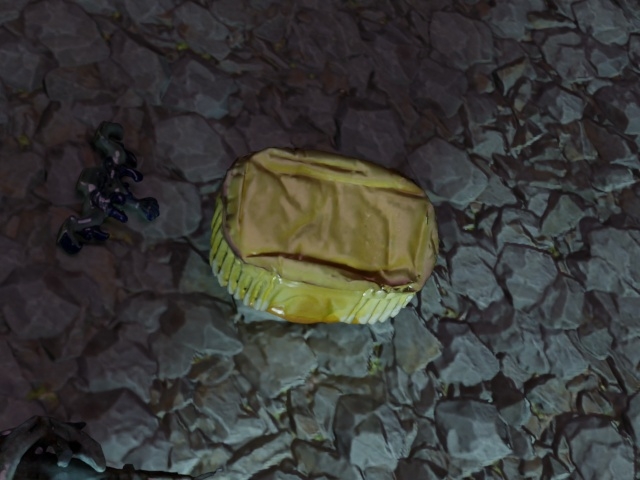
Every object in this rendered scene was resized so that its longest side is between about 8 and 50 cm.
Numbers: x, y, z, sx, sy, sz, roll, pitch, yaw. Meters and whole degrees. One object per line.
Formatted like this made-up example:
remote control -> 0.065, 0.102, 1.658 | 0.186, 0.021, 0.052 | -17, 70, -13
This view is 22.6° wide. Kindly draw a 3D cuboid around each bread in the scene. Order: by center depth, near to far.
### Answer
bread -> 0.000, 0.000, 1.355 | 0.190, 0.114, 0.132 | 9, 64, -9

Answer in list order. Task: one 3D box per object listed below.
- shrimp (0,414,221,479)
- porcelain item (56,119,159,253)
shrimp -> -0.258, 0.191, 1.085 | 0.410, 0.166, 0.221 | -2, 92, -11
porcelain item -> -0.170, -0.037, 1.355 | 0.075, 0.021, 0.136 | 24, 52, -14
